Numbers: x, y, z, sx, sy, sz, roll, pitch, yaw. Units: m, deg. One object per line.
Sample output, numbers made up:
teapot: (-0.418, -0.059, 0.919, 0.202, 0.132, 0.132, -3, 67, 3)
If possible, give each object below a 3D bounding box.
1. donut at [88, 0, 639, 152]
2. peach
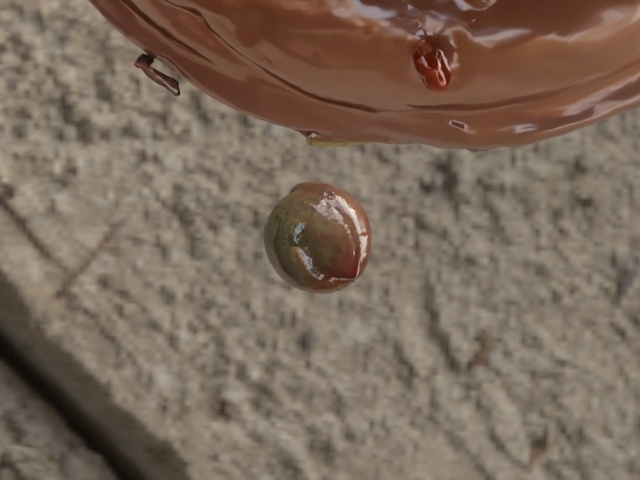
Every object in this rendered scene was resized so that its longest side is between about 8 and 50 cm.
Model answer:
donut: (0.010, -0.129, 0.430, 0.233, 0.199, 0.085, 56, 6, 13)
peach: (0.000, -0.001, 1.336, 0.083, 0.083, 0.083, 0, 90, -41)
